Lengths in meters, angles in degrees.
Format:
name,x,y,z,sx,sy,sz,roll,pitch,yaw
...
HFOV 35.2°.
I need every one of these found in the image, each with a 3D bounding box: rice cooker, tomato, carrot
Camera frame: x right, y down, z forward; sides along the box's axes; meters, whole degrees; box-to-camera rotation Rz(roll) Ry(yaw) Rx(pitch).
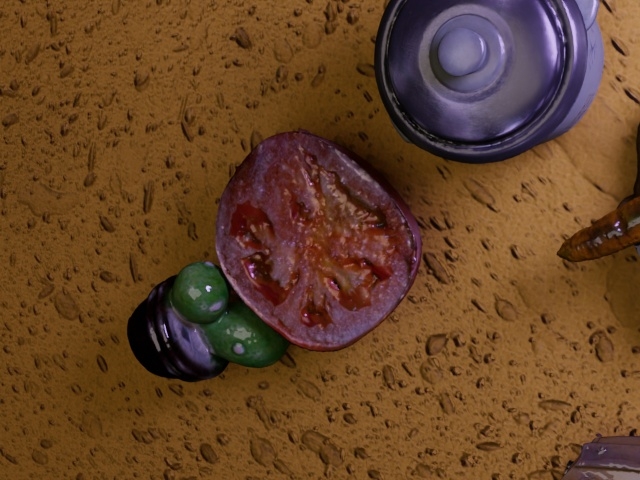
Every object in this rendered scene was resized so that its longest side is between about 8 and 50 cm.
name,x,y,z,sx,sy,sz,roll,pitch,yaw
rice cooker,0.219,-0.233,1.295,0.317,0.317,0.264,-31,83,27
tomato,0.009,-0.006,1.525,0.338,0.144,0.338,7,105,28
carrot,0.435,-0.042,1.242,0.314,0.066,0.066,-28,84,27

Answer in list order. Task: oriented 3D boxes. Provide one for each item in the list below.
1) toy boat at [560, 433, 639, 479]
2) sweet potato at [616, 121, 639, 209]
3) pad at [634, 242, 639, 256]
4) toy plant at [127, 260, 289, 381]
name,x,y,z,sx,sy,sz,roll,pitch,yaw
toy boat,0.526,0.347,1.312,0.445,0.136,0.162,-1,93,27
sweet potato,0.480,-0.149,1.287,0.124,0.098,0.310,40,113,-6
pad,0.556,0.052,1.250,0.250,0.055,0.323,-27,99,24
toy plant,-0.185,0.138,1.633,0.235,0.175,0.218,-23,123,30
